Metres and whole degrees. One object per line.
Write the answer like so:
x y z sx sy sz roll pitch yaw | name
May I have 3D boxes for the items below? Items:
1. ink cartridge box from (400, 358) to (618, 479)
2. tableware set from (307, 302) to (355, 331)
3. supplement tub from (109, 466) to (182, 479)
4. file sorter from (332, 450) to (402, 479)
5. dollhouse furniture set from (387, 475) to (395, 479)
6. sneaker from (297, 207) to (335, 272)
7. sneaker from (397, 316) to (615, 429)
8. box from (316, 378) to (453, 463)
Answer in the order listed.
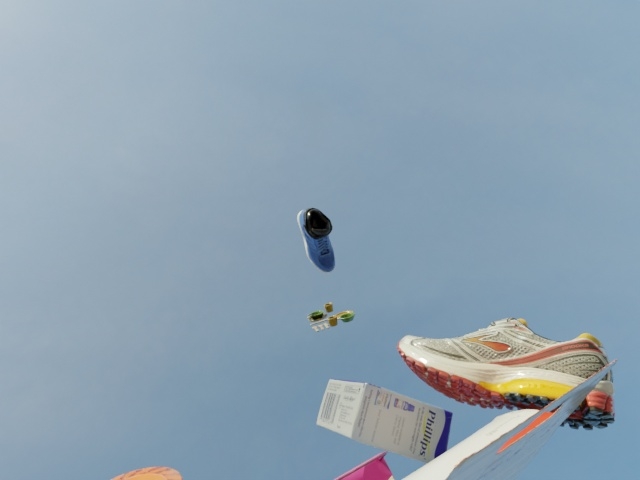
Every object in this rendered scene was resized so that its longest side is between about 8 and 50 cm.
0.117 0.186 0.370 0.189 0.066 0.232 -13 -52 -31 | ink cartridge box
0.023 0.172 1.038 0.104 0.154 0.024 -15 -86 -8 | tableware set
-0.281 0.569 0.712 0.207 0.207 0.337 -9 -89 -15 | supplement tub
0.135 0.671 1.020 0.202 0.182 0.290 -23 -119 -13 | file sorter
0.149 0.601 0.778 0.212 0.161 0.242 41 -97 5 | dollhouse furniture set
-0.001 0.000 0.960 0.058 0.085 0.152 -21 -87 -17 | sneaker
0.193 0.134 0.491 0.088 0.226 0.092 53 -129 -40 | sneaker
0.085 0.246 0.611 0.137 0.126 0.072 24 -111 -14 | box
